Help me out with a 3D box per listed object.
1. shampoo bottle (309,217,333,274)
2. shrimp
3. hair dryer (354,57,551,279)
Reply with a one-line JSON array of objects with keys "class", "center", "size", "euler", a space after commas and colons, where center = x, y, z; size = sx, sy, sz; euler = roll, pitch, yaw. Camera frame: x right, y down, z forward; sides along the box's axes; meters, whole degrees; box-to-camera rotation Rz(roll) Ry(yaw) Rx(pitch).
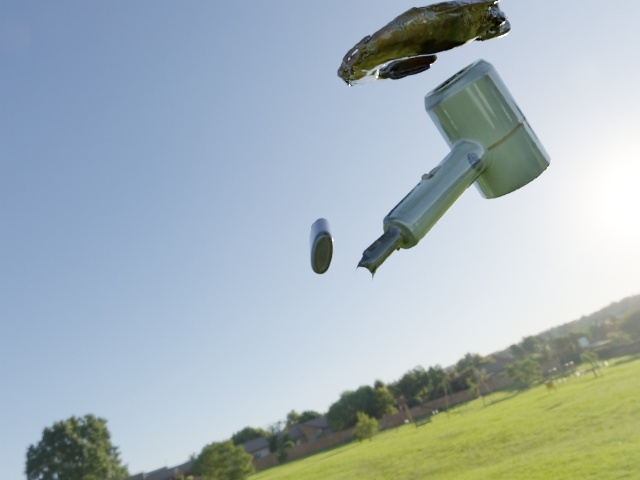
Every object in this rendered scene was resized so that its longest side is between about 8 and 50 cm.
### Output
[{"class": "shampoo bottle", "center": [0.000, 0.000, 0.893], "size": [0.040, 0.079, 0.165], "euler": [6, 17, -3]}, {"class": "shrimp", "center": [0.135, -0.257, 0.652], "size": [0.253, 0.058, 0.173], "euler": [-22, -2, -25]}, {"class": "hair dryer", "center": [0.149, -0.078, 0.612], "size": [0.357, 0.173, 0.108], "euler": [-44, 12, -30]}]
